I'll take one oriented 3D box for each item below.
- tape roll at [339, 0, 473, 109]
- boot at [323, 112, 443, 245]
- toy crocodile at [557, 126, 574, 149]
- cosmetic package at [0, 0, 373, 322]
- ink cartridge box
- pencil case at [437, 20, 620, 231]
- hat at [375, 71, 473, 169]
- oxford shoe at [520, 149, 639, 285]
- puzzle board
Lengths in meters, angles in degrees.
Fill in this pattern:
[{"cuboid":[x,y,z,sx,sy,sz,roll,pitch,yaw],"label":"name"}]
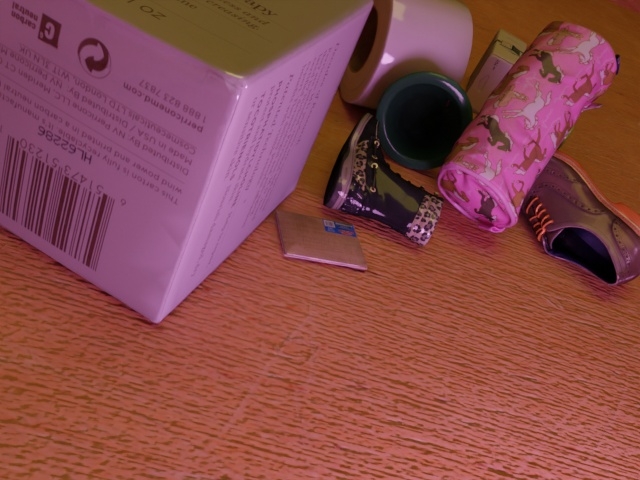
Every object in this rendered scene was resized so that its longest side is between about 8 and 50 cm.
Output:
[{"cuboid":[0.156,-0.365,1.397,0.169,0.246,0.246,11,38,-20],"label":"tape roll"},{"cuboid":[0.111,-0.100,1.184,0.178,0.085,0.236,26,42,-5],"label":"boot"},{"cuboid":[0.506,-0.275,1.647,0.115,0.105,0.340,30,40,4],"label":"toy crocodile"},{"cuboid":[-0.190,-0.187,0.894,0.329,0.327,0.394,30,35,6],"label":"cosmetic package"},{"cuboid":[0.401,-0.385,1.670,0.082,0.140,0.191,28,36,-1],"label":"ink cartridge box"},{"cuboid":[0.357,-0.198,1.251,0.167,0.160,0.386,36,72,10],"label":"pencil case"},{"cuboid":[0.194,-0.240,1.357,0.173,0.209,0.183,3,31,8],"label":"hat"},{"cuboid":[0.422,-0.059,1.296,0.132,0.130,0.363,-29,55,-33],"label":"oxford shoe"},{"cuboid":[0.000,0.000,1.051,0.128,0.011,0.096,11,38,-22],"label":"puzzle board"}]
